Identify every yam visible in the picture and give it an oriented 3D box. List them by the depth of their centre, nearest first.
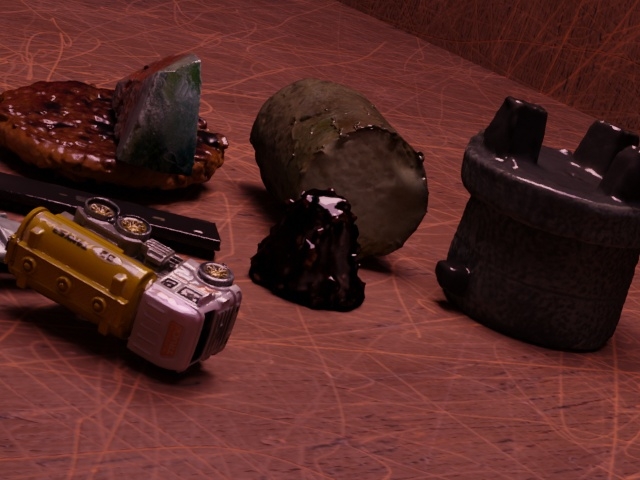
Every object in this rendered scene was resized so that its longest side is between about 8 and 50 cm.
[{"bbox_3d":[0.019,-0.107,2.104,0.195,0.195,0.300,11,17,-21],"label":"yam"}]

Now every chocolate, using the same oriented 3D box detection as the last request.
[{"bbox_3d":[0.000,0.000,1.856,0.156,0.133,0.156,17,19,-6],"label":"chocolate"}]

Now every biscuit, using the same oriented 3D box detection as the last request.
[{"bbox_3d":[-0.292,-0.136,2.090,0.289,0.081,0.334,33,26,36],"label":"biscuit"}]

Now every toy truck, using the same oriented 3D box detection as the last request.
[{"bbox_3d":[-0.200,0.045,1.522,0.227,0.098,0.114,28,28,15],"label":"toy truck"}]

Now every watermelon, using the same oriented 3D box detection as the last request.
[{"bbox_3d":[-0.223,-0.187,2.014,0.094,0.154,0.241,11,11,-20],"label":"watermelon"}]

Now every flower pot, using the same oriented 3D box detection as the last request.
[{"bbox_3d":[0.296,-0.037,2.006,0.299,0.283,0.299,16,18,-5],"label":"flower pot"}]

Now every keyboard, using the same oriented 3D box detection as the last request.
[{"bbox_3d":[-0.278,-0.035,1.871,0.317,0.027,0.106,14,13,-11],"label":"keyboard"}]

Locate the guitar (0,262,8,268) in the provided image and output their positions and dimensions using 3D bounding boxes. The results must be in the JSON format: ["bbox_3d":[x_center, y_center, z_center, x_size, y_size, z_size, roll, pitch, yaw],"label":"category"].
[{"bbox_3d":[-0.292,0.021,1.677,0.233,0.025,0.088,11,16,-19],"label":"guitar"}]

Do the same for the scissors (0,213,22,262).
[{"bbox_3d":[-0.325,0.003,1.590,0.383,0.029,0.256,14,41,-36],"label":"scissors"}]
